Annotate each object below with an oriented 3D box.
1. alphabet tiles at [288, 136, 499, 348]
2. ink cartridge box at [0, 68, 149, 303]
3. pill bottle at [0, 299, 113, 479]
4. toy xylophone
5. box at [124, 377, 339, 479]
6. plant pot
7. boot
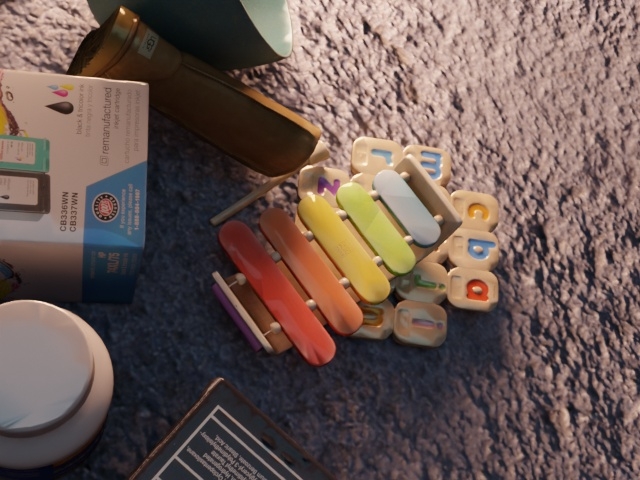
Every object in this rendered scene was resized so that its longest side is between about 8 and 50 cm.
[{"bbox_3d":[0.100,-0.001,1.118,0.278,0.021,0.284,8,68,-7],"label":"alphabet tiles"},{"bbox_3d":[-0.332,-0.053,0.915,0.270,0.197,0.198,2,69,-15],"label":"ink cartridge box"},{"bbox_3d":[-0.278,0.148,0.813,0.153,0.272,0.152,6,69,-15],"label":"pill bottle"},{"bbox_3d":[0.000,0.000,1.044,0.323,0.081,0.236,-41,80,-22],"label":"toy xylophone"},{"bbox_3d":[-0.101,0.353,0.839,0.296,0.182,0.294,41,63,3],"label":"box"},{"bbox_3d":[-0.181,-0.332,1.050,0.196,0.290,0.290,-18,73,14],"label":"plant pot"},{"bbox_3d":[-0.169,-0.158,1.034,0.270,0.236,0.089,29,74,-27],"label":"boot"}]
